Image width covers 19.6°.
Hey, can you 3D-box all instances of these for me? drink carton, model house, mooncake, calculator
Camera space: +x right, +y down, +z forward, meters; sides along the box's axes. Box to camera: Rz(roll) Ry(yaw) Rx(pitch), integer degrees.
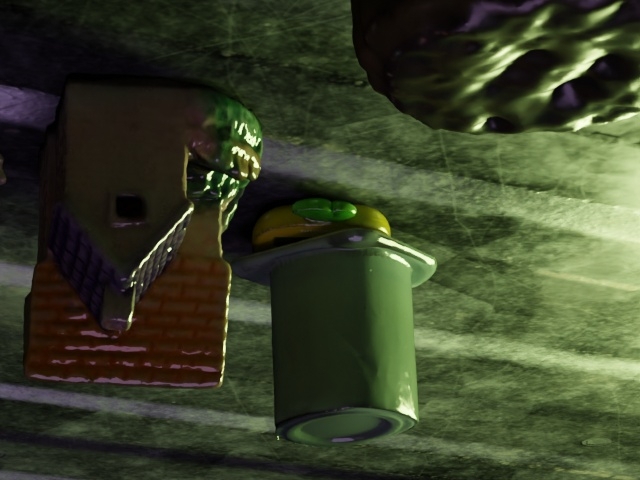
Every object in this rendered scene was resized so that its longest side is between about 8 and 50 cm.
[{"bbox_3d":[0.030,0.107,1.948,0.185,0.189,0.191,-19,155,29],"label":"drink carton"},{"bbox_3d":[-0.159,0.007,1.703,0.202,0.237,0.237,7,156,-15],"label":"model house"},{"bbox_3d":[0.163,-0.185,1.364,0.290,0.161,0.290,-1,159,0],"label":"mooncake"},{"bbox_3d":[0.000,0.000,1.962,0.146,0.032,0.235,0,159,-3],"label":"calculator"}]

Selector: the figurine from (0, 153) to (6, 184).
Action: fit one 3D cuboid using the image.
[{"bbox_3d":[-0.506,-0.072,1.604,0.361,0.266,0.377,-14,-173,-25],"label":"figurine"}]
